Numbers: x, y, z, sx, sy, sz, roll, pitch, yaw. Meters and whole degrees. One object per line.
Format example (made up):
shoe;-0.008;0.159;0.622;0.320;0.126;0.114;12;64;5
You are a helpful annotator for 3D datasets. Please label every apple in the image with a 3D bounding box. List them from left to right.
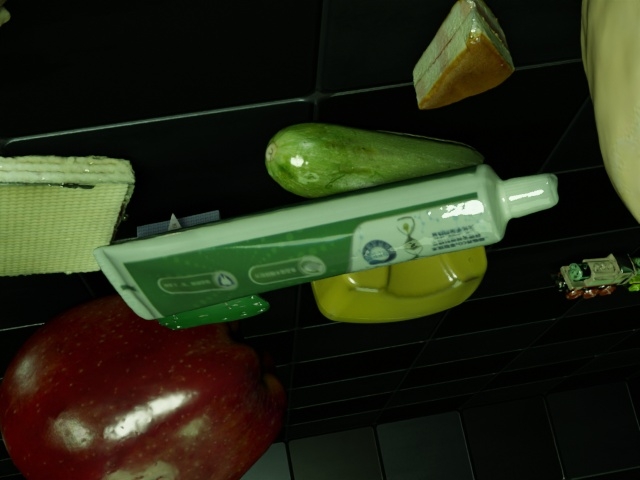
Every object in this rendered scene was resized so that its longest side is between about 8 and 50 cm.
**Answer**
apple;-0.207;0.198;1.106;0.317;0.288;0.288;-29;160;0

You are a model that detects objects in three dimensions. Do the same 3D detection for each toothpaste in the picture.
toothpaste;0.000;0.000;0.778;0.392;0.061;0.099;-12;132;18

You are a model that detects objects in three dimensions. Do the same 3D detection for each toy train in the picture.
toy train;0.458;0.047;1.395;0.249;0.053;0.085;-3;152;-22

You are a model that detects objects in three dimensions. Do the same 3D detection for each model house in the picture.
model house;-0.121;0.025;0.943;0.117;0.088;0.167;-12;163;4

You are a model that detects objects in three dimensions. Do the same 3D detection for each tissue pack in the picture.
tissue pack;0.073;0.022;0.990;0.178;0.123;0.127;-5;156;-20

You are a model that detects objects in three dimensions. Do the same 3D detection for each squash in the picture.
squash;0.058;-0.061;0.826;0.239;0.069;0.069;3;157;-35

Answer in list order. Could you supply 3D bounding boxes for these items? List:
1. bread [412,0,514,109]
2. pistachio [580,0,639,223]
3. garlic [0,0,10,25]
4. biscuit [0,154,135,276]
bread;0.111;-0.135;0.680;0.062;0.043;0.109;-3;158;-16
pistachio;0.269;-0.117;0.554;0.238;0.229;0.321;30;160;18
garlic;-0.167;-0.155;0.402;0.266;0.148;0.128;-23;122;43
biscuit;-0.237;-0.019;0.829;0.121;0.041;0.199;0;157;-23
